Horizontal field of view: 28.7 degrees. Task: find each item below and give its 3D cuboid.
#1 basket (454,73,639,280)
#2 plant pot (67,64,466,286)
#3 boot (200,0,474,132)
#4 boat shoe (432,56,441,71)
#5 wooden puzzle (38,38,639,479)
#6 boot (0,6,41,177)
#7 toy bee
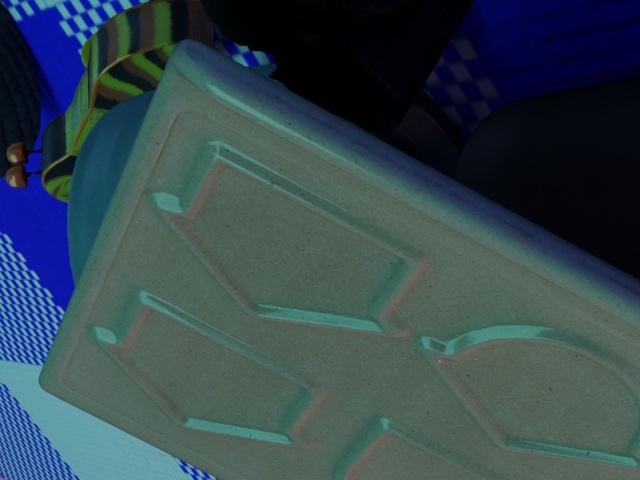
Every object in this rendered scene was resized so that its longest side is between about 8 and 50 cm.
[{"bbox_3d":[0.193,-0.017,0.686,0.204,0.154,0.227,35,165,-30],"label":"basket"},{"bbox_3d":[0.000,0.000,0.871,0.196,0.293,0.293,-21,113,31],"label":"plant pot"},{"bbox_3d":[0.007,-0.199,0.619,0.246,0.207,0.094,51,149,-17],"label":"boot"},{"bbox_3d":[0.031,-0.173,0.805,0.056,0.049,0.152,-34,95,43],"label":"boat shoe"},{"bbox_3d":[0.032,0.061,0.668,0.322,0.080,0.348,28,143,-4],"label":"wooden puzzle"},{"bbox_3d":[-0.420,-0.230,1.296,0.223,0.118,0.338,11,125,51],"label":"boot"},{"bbox_3d":[-0.184,-0.077,1.065,0.195,0.162,0.298,-110,25,-54],"label":"toy bee"}]
